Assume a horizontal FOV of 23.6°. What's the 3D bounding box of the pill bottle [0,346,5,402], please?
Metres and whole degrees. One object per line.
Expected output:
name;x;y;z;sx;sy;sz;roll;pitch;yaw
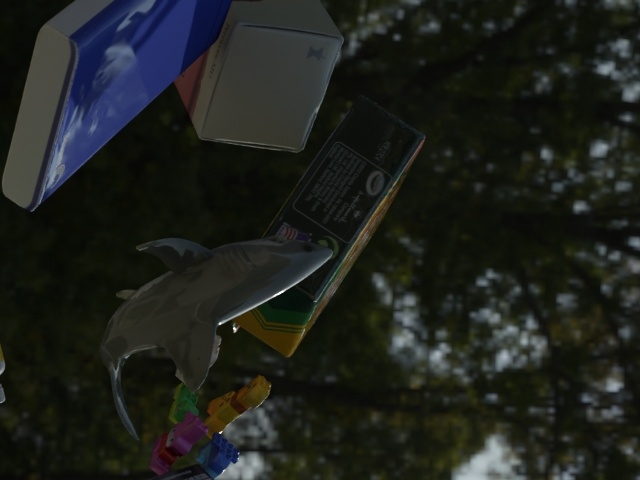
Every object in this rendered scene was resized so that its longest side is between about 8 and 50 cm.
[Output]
pill bottle;-0.346;0.107;1.504;0.065;0.065;0.116;-8;-83;64

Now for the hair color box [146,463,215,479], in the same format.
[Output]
hair color box;-0.064;0.389;1.568;0.347;0.174;0.105;42;-80;12

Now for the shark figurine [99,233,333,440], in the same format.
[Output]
shark figurine;-0.129;0.089;1.327;0.278;0.166;0.116;-35;-118;33

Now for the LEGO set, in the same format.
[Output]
LEGO set;-0.112;0.185;1.726;0.093;0.087;0.227;-38;-159;23

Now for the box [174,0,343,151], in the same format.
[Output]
box;-0.086;-0.225;1.694;0.232;0.126;0.149;-117;-140;-49

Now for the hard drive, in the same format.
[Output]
hard drive;-0.165;-0.187;1.400;0.319;0.040;0.210;-50;170;-44

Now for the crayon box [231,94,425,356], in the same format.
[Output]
crayon box;0.000;0.000;1.588;0.202;0.081;0.318;-56;177;-16
